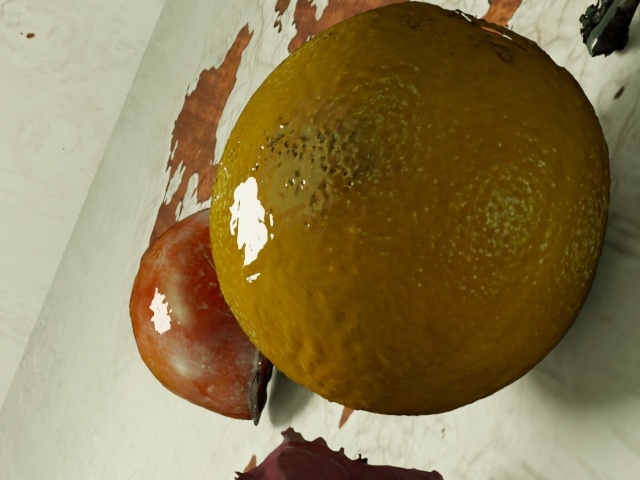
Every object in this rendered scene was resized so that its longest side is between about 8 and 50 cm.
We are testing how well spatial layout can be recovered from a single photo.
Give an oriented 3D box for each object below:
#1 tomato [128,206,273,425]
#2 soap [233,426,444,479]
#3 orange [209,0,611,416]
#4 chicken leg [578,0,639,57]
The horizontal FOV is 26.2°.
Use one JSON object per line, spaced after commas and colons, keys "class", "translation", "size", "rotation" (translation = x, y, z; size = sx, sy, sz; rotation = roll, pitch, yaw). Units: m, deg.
{"class": "tomato", "translation": [-0.112, 0.063, 1.367], "size": [0.181, 0.155, 0.214], "rotation": [102, -179, -64]}
{"class": "soap", "translation": [0.016, 0.255, 0.821], "size": [0.325, 0.220, 0.127], "rotation": [-111, 37, -62]}
{"class": "orange", "translation": [0.060, -0.021, 0.910], "size": [0.274, 0.274, 0.274], "rotation": [-53, 25, 38]}
{"class": "chicken leg", "translation": [0.252, -0.216, 0.918], "size": [0.253, 0.051, 0.106], "rotation": [133, 146, -53]}
